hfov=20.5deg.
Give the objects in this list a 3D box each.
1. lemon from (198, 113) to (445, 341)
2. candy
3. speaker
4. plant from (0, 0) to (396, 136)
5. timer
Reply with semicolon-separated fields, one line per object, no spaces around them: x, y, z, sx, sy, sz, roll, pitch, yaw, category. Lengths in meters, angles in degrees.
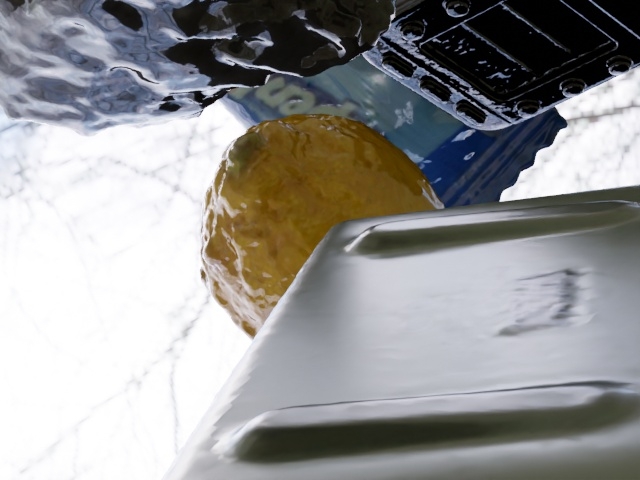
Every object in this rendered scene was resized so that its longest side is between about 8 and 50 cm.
0.000;0.000;1.012;0.142;0.187;0.142;-19;-136;19;lemon
0.000;-0.130;1.217;0.187;0.331;0.077;-45;-176;24;candy
0.078;0.101;0.663;0.184;0.183;0.406;-10;-167;14;speaker
-0.039;-0.120;0.547;0.203;0.142;0.131;-22;-126;46;plant
0.126;-0.140;1.064;0.187;0.144;0.055;-25;-127;36;timer
